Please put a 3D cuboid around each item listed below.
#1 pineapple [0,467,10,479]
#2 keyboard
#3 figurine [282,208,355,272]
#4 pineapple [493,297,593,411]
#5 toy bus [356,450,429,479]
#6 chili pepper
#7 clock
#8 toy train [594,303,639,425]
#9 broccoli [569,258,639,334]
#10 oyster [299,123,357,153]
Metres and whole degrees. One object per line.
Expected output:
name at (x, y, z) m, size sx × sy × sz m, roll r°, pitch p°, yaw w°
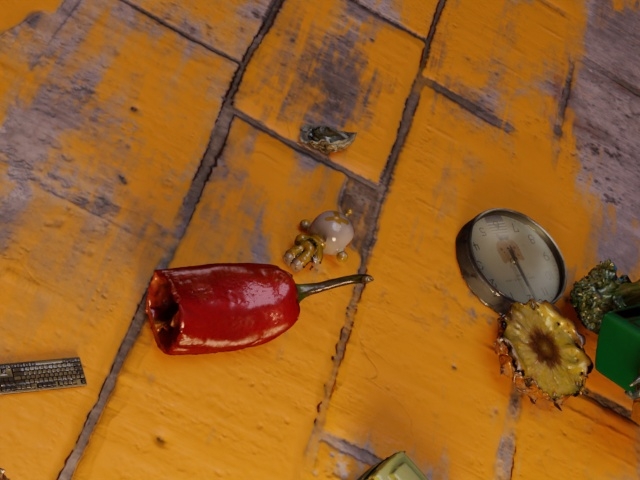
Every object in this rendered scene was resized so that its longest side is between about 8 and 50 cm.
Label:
pineapple at (-0.400, 0.431, 1.473) m, size 0.169 × 0.169 × 0.340 m, roll -28°, pitch 84°, yaw -40°
keyboard at (-0.401, 0.193, 1.717) m, size 0.129 × 0.015 × 0.049 m, roll -2°, pitch 60°, yaw -31°
figurine at (-0.004, -0.002, 2.055) m, size 0.143 × 0.068 × 0.101 m, roll -15°, pitch 59°, yaw -18°
pineapple at (0.386, 0.204, 2.126) m, size 0.225 × 0.076 × 0.224 m, roll 17°, pitch 53°, yaw -24°
toy bus at (0.137, 0.409, 1.822) m, size 0.175 × 0.101 × 0.088 m, roll 48°, pitch 48°, yaw 9°
chili pepper at (-0.099, 0.097, 1.882) m, size 0.338 × 0.131 × 0.134 m, roll -8°, pitch 38°, yaw -30°
clock at (0.359, 0.040, 2.244) m, size 0.226 × 0.049 × 0.226 m, roll 15°, pitch 51°, yaw -20°
toy train at (0.667, 0.201, 2.116) m, size 0.429 × 0.178 × 0.249 m, roll -10°, pitch 26°, yaw -30°
broccoli at (0.552, 0.106, 2.237) m, size 0.167 × 0.160 × 0.154 m, roll 39°, pitch 45°, yaw -26°
oyster at (0.011, -0.189, 2.219) m, size 0.100 × 0.037 × 0.098 m, roll 15°, pitch 30°, yaw 5°
